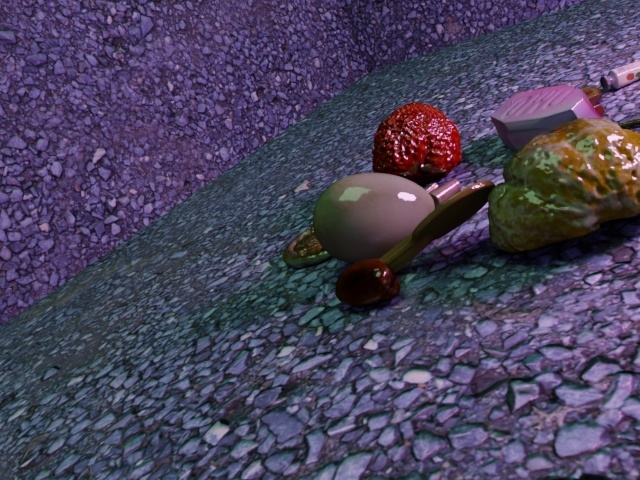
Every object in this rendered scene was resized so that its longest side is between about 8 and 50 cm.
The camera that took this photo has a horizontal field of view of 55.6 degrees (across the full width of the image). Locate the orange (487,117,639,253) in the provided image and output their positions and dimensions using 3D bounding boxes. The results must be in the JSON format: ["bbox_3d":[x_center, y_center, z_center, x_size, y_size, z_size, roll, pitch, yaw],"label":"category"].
[{"bbox_3d":[0.496,-0.120,1.196,0.369,0.210,0.271,-23,18,2],"label":"orange"}]

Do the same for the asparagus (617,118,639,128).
[{"bbox_3d":[0.801,-0.297,1.517,0.249,0.025,0.024,-10,68,37],"label":"asparagus"}]

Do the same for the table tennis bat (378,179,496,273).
[{"bbox_3d":[0.248,-0.024,1.328,0.321,0.050,0.198,-40,-19,24],"label":"table tennis bat"}]

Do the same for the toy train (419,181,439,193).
[{"bbox_3d":[0.265,-0.114,1.689,0.148,0.038,0.071,-37,24,-27],"label":"toy train"}]

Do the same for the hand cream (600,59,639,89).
[{"bbox_3d":[0.975,-0.519,1.815,0.276,0.059,0.095,-21,19,1],"label":"hand cream"}]

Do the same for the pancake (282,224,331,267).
[{"bbox_3d":[0.000,0.000,1.729,0.254,0.037,0.253,-22,21,9],"label":"pancake"}]

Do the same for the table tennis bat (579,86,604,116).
[{"bbox_3d":[0.752,-0.398,1.813,0.201,0.038,0.310,-26,17,5],"label":"table tennis bat"}]

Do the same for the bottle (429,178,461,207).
[{"bbox_3d":[0.335,-0.128,1.632,0.096,0.045,0.045,-33,21,-22],"label":"bottle"}]

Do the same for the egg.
[{"bbox_3d":[0.127,-0.060,1.464,0.296,0.218,0.218,-15,22,9],"label":"egg"}]

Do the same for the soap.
[{"bbox_3d":[0.619,-0.337,1.674,0.193,0.109,0.324,-42,22,-15],"label":"soap"}]

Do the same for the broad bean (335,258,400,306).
[{"bbox_3d":[0.097,0.094,1.320,0.165,0.084,0.114,-16,27,41],"label":"broad bean"}]

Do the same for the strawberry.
[{"bbox_3d":[0.273,-0.280,1.774,0.261,0.257,0.261,-6,7,1],"label":"strawberry"}]
